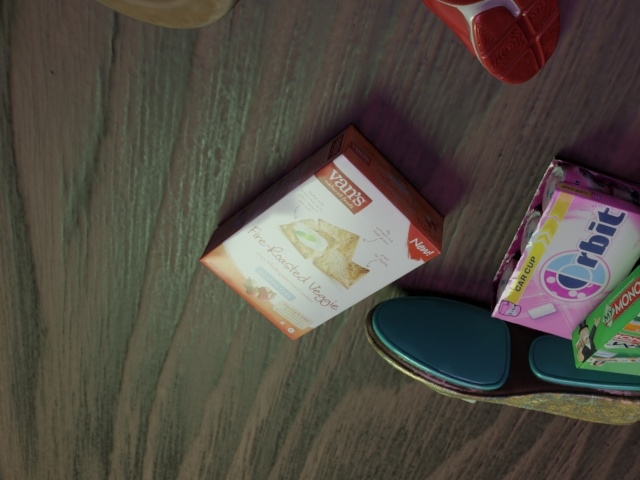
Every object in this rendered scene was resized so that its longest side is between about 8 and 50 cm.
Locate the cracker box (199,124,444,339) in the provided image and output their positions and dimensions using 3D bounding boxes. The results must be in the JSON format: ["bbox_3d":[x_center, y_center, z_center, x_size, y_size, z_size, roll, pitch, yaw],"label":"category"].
[{"bbox_3d":[0.000,0.000,0.863,0.156,0.067,0.232,43,124,-19],"label":"cracker box"}]

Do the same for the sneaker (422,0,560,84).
[{"bbox_3d":[0.116,-0.227,0.665,0.087,0.128,0.221,-47,138,9],"label":"sneaker"}]

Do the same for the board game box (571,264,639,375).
[{"bbox_3d":[0.442,0.080,0.753,0.317,0.046,0.213,8,146,-8],"label":"board game box"}]

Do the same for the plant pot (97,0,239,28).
[{"bbox_3d":[-0.089,-0.275,0.511,0.263,0.229,0.263,18,163,6],"label":"plant pot"}]

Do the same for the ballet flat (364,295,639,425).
[{"bbox_3d":[0.222,0.149,0.900,0.349,0.123,0.123,8,128,8],"label":"ballet flat"}]

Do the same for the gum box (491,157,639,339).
[{"bbox_3d":[0.263,0.011,0.809,0.107,0.062,0.188,17,129,1],"label":"gum box"}]
